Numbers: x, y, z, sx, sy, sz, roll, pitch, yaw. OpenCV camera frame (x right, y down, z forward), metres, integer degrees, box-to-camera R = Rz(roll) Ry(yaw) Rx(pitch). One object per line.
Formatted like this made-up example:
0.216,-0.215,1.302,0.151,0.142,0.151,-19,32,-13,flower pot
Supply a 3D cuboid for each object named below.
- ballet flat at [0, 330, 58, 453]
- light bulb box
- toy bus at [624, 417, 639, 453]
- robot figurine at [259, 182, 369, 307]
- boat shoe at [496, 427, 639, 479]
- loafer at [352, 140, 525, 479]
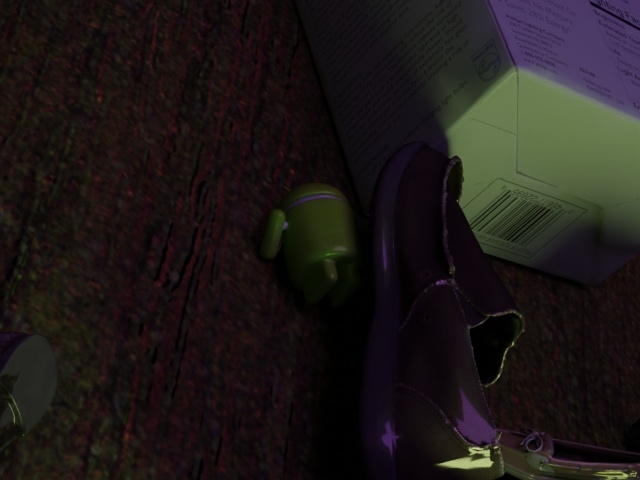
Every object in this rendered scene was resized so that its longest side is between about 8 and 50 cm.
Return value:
-0.240,0.131,0.942,0.250,0.058,0.084,-54,136,-52,ballet flat
0.189,-0.189,1.621,0.358,0.225,0.361,17,43,-39,light bulb box
0.395,0.249,1.498,0.211,0.149,0.220,56,30,-3,toy bus
0.000,0.000,1.346,0.101,0.067,0.115,8,49,-31,robot figurine
0.211,0.187,1.380,0.153,0.048,0.056,19,20,1,boat shoe
0.102,0.070,1.308,0.130,0.134,0.366,1,50,6,loafer
